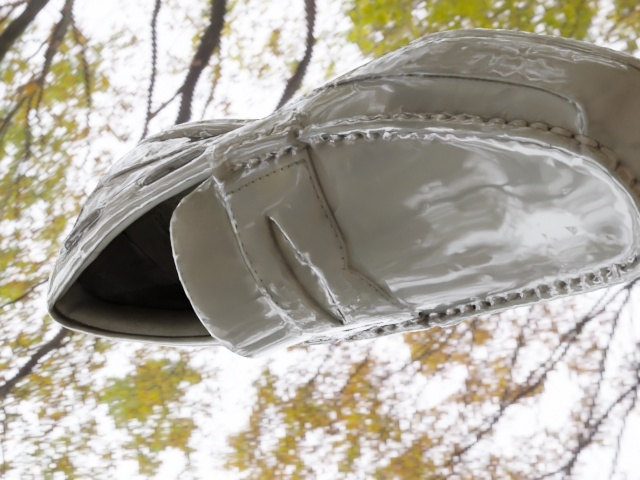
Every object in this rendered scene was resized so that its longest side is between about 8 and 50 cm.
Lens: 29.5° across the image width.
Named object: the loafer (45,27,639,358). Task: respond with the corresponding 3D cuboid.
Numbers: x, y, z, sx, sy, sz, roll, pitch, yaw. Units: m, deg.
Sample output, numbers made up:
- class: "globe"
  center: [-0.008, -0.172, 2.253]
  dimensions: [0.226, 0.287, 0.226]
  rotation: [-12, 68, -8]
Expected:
- class: "loafer"
  center: [0.000, 0.000, 0.467]
  dimensions: [0.112, 0.319, 0.111]
  rotation: [53, -123, -20]
